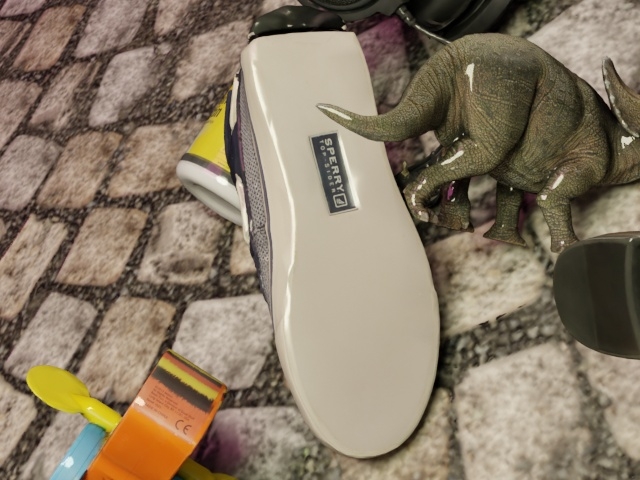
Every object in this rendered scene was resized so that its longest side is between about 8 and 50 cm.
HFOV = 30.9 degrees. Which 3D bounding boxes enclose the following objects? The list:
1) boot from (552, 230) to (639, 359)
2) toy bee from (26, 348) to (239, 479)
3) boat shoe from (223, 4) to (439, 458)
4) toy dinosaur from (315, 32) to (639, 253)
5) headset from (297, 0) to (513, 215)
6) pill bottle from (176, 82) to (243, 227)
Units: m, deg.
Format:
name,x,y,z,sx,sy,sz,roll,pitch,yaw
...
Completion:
name,x,y,z,sx,sy,sz,roll,pitch,yaw
boot,0.283,0.013,0.629,0.229,0.091,0.263,-13,16,-30
toy bee,-0.154,0.164,0.900,0.298,0.195,0.162,-30,19,32
boat shoe,0.000,0.000,0.917,0.158,0.127,0.340,144,120,-74
toy dinosaur,0.134,-0.080,0.825,0.121,0.314,0.160,-164,88,-72
headset,0.060,-0.226,0.999,0.185,0.243,0.394,-45,55,39
pill bottle,-0.042,-0.107,1.056,0.103,0.103,0.184,21,73,45
